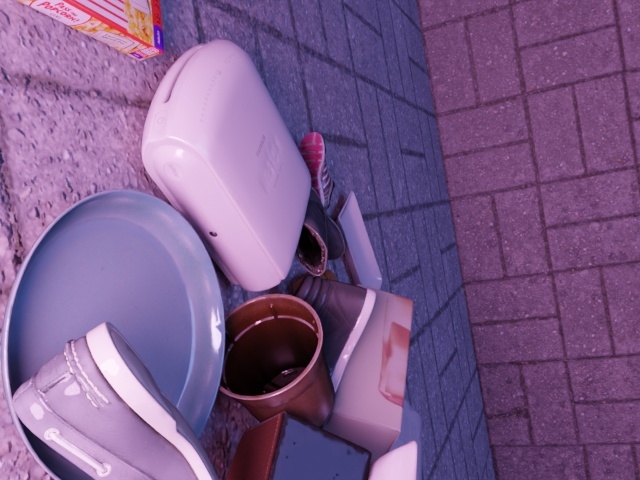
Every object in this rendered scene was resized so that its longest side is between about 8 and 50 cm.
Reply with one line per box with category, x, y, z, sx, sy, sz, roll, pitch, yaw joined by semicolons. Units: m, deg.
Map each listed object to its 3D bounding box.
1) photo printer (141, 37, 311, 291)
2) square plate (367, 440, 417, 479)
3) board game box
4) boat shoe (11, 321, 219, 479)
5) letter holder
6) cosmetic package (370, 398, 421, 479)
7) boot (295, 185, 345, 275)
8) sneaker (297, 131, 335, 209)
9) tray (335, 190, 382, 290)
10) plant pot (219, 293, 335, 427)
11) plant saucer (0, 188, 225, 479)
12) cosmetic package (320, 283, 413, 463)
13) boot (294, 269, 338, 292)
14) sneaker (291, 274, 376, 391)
photo printer;-0.125;-0.116;0.852;0.256;0.107;0.307;-77;149;-42
square plate;0.018;0.482;0.804;0.049;0.347;0.344;23;48;-13
board game box;-0.263;-0.312;0.677;0.193;0.045;0.146;6;76;-67
boat shoe;-0.171;0.211;0.568;0.116;0.099;0.319;42;-23;46
letter holder;-0.074;0.412;0.759;0.152;0.214;0.301;31;48;-21
cosmetic package;0.134;0.516;1.251;0.284;0.097;0.377;56;33;-49
boot;-0.001;0.002;1.072;0.189;0.076;0.208;56;7;-26
sneaker;-0.008;-0.133;1.202;0.075;0.063;0.170;2;85;-67
tray;0.089;0.029;1.415;0.145;0.030;0.270;-62;138;-54
plant pot;-0.058;0.192;0.851;0.165;0.167;0.167;70;24;-45
plant saucer;-0.209;0.105;0.634;0.317;0.044;0.317;-6;90;-66
cosmetic package;0.091;0.251;1.138;0.153;0.129;0.296;107;-1;-46
boot;0.010;0.150;1.130;0.152;0.073;0.197;-14;97;-72
sneaker;-0.030;0.192;0.998;0.104;0.147;0.295;141;-27;-84
